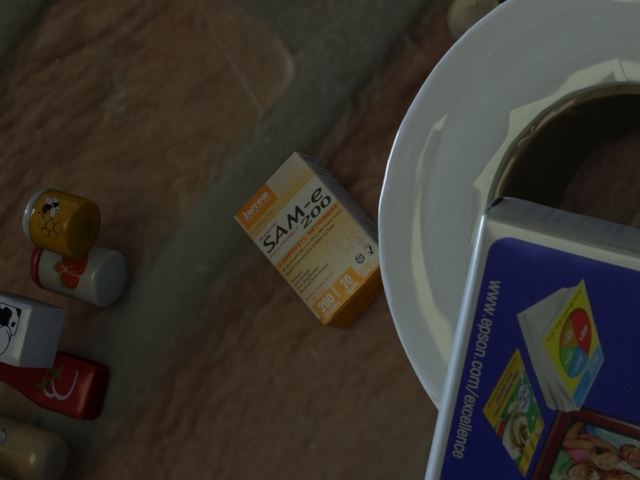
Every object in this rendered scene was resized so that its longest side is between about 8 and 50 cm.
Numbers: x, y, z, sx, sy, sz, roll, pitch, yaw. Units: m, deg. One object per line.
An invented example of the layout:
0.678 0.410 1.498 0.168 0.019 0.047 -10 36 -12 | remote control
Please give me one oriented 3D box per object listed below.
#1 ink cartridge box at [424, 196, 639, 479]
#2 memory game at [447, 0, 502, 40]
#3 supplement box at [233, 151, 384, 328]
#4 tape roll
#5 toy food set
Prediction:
0.199 0.159 0.963 0.307 0.072 0.303 15 108 13 | ink cartridge box
0.162 -0.160 1.186 0.186 0.012 0.186 -3 84 26 | memory game
0.000 0.000 1.235 0.062 0.036 0.098 -47 67 14 | supplement box
0.177 -0.004 1.066 0.286 0.100 0.286 -3 84 26 | tape roll
-0.211 0.074 1.289 0.104 0.111 0.232 16 94 27 | toy food set
